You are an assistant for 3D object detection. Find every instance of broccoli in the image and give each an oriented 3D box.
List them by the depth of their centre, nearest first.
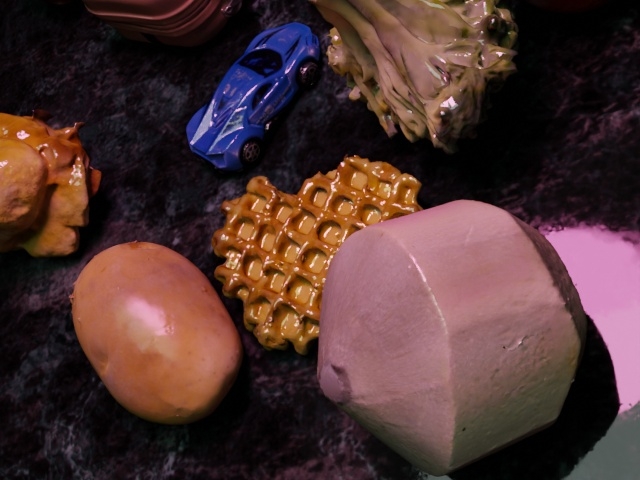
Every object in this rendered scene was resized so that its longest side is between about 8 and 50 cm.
[{"bbox_3d":[0.073,-0.236,0.916,0.288,0.245,0.248,50,124,57],"label":"broccoli"}]

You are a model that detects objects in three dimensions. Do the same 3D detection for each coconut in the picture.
[{"bbox_3d":[0.100,0.080,0.759,0.241,0.241,0.241,-11,64,23],"label":"coconut"}]

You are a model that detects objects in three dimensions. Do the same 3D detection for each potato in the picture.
[{"bbox_3d":[-0.188,0.102,0.969,0.234,0.146,0.150,48,124,33],"label":"potato"}]

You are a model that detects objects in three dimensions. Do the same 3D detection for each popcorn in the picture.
[{"bbox_3d":[-0.407,-0.077,1.123,0.253,0.190,0.191,-6,74,21],"label":"popcorn"}]

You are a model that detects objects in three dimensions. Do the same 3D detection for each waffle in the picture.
[{"bbox_3d":[0.000,0.000,0.960,0.253,0.056,0.249,-36,57,10],"label":"waffle"}]

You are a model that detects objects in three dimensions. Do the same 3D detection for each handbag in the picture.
[{"bbox_3d":[-0.165,-0.408,1.173,0.283,0.149,0.302,19,76,34],"label":"handbag"}]

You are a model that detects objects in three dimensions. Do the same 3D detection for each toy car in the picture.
[{"bbox_3d":[-0.084,-0.184,1.079,0.103,0.063,0.216,31,85,34],"label":"toy car"}]

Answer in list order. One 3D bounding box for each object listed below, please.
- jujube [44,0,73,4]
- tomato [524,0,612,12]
[{"bbox_3d":[-0.378,-0.523,1.306,0.216,0.216,0.342,13,82,31],"label":"jujube"},{"bbox_3d":[0.293,-0.305,0.929,0.173,0.099,0.189,-38,15,25],"label":"tomato"}]
